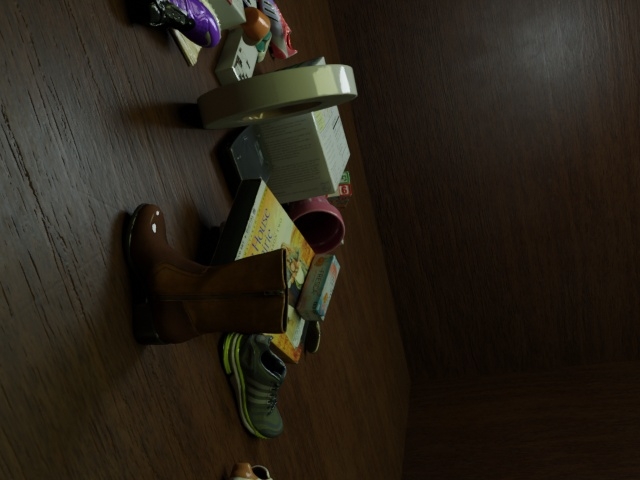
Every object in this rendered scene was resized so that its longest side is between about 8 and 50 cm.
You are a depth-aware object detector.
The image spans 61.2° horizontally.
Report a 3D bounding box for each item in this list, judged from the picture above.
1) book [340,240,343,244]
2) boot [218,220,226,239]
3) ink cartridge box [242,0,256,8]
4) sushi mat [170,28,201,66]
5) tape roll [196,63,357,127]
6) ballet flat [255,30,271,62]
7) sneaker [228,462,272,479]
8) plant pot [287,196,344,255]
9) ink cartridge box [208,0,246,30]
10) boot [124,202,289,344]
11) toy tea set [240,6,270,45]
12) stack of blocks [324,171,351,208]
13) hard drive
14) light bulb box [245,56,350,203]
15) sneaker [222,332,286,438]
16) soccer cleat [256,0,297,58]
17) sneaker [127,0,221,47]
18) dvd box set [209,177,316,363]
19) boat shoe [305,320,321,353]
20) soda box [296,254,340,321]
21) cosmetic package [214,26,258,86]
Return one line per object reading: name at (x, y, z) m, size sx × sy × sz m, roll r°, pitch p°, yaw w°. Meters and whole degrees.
book at (0.000, 0.000, 1.941) m, size 0.096 × 0.144 × 0.035 m, roll 50°, pitch 33°, yaw -62°
boot at (-0.182, 0.046, 1.395) m, size 0.258 × 0.095 × 0.123 m, roll 33°, pitch 55°, yaw -59°
ink cartridge box at (-0.264, -0.864, 1.688) m, size 0.165 × 0.065 × 0.332 m, roll 35°, pitch 46°, yaw -69°
sushi mat at (-0.355, -0.578, 1.268) m, size 0.316 × 0.019 × 0.151 m, roll 64°, pitch 21°, yaw -45°
tape roll at (-0.105, -0.347, 1.329) m, size 0.392 × 0.392 × 0.072 m, roll -41°, pitch 120°, yaw -72°
ballet flat at (-0.203, -0.658, 1.828) m, size 0.052 × 0.057 × 0.168 m, roll 105°, pitch -3°, yaw -47°
sneaker at (-0.118, 0.586, 1.220) m, size 0.290 × 0.106 × 0.123 m, roll 63°, pitch 25°, yaw -43°
plant pot at (-0.033, -0.076, 1.827) m, size 0.180 × 0.201 × 0.201 m, roll -106°, pitch 174°, yaw -48°
ink cartridge box at (-0.292, -0.692, 1.342) m, size 0.197 × 0.114 × 0.272 m, roll 26°, pitch 50°, yaw -74°
boot at (-0.197, 0.044, 0.946) m, size 0.096 × 0.281 × 0.264 m, roll 40°, pitch 43°, yaw -67°
toy tea set at (-0.221, -0.687, 1.490) m, size 0.124 × 0.200 × 0.336 m, roll 19°, pitch 65°, yaw -71°
stack of blocks at (0.015, -0.176, 2.049) m, size 0.297 × 0.171 × 0.087 m, roll 104°, pitch -21°, yaw -83°
hard drive at (-0.205, -0.221, 1.513) m, size 0.254 × 0.054 × 0.172 m, roll -71°, pitch 147°, yaw -61°
light bulb box at (-0.071, -0.363, 1.761) m, size 0.358 × 0.225 × 0.361 m, roll -70°, pitch 146°, yaw -60°
sneaker at (-0.134, 0.348, 1.283) m, size 0.111 × 0.121 × 0.299 m, roll -69°, pitch 146°, yaw -61°
soccer cleat at (-0.157, -0.786, 1.961) m, size 0.083 × 0.095 × 0.248 m, roll -65°, pitch 143°, yaw -64°
sneaker at (-0.332, -0.492, 1.145) m, size 0.293 × 0.102 × 0.146 m, roll 43°, pitch 49°, yaw -48°
dvd box set at (-0.121, 0.091, 1.343) m, size 0.420 × 0.062 × 0.307 m, roll 57°, pitch 41°, yaw -51°
boat shoe at (-0.020, 0.318, 1.840) m, size 0.049 × 0.056 × 0.152 m, roll 56°, pitch 28°, yaw -45°
soda box at (-0.004, 0.124, 1.454) m, size 0.058 × 0.063 × 0.183 m, roll 64°, pitch 36°, yaw -45°
cosmetic package at (-0.238, -0.518, 1.569) m, size 0.099 × 0.060 × 0.239 m, roll 66°, pitch 21°, yaw -45°
